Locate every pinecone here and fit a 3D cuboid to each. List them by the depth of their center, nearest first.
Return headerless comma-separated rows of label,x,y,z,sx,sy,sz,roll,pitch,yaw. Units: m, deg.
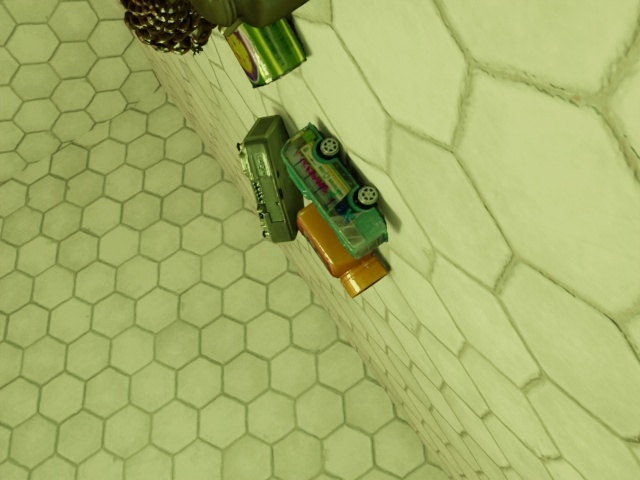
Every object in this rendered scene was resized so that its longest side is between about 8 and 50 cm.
pinecone,-0.292,-0.476,1.162,0.207,0.208,0.207,54,171,12

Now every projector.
projector,-0.108,-0.149,1.358,0.193,0.088,0.269,-74,-26,-56

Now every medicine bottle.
medicine bottle,0.048,0.013,1.306,0.222,0.112,0.149,55,173,9

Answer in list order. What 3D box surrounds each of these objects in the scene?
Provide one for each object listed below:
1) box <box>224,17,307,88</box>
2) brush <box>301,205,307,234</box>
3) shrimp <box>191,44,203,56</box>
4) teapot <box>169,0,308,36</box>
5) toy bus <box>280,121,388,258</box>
box,-0.151,-0.408,0.881,0.345,0.097,0.134,60,169,-22
brush,0.000,0.000,1.702,0.197,0.059,0.123,53,169,17
shrimp,-0.382,-0.603,1.608,0.217,0.051,0.150,54,165,37
teapot,-0.111,-0.341,0.668,0.185,0.175,0.267,51,170,17
toy bus,0.028,-0.093,1.063,0.261,0.109,0.091,54,177,17
